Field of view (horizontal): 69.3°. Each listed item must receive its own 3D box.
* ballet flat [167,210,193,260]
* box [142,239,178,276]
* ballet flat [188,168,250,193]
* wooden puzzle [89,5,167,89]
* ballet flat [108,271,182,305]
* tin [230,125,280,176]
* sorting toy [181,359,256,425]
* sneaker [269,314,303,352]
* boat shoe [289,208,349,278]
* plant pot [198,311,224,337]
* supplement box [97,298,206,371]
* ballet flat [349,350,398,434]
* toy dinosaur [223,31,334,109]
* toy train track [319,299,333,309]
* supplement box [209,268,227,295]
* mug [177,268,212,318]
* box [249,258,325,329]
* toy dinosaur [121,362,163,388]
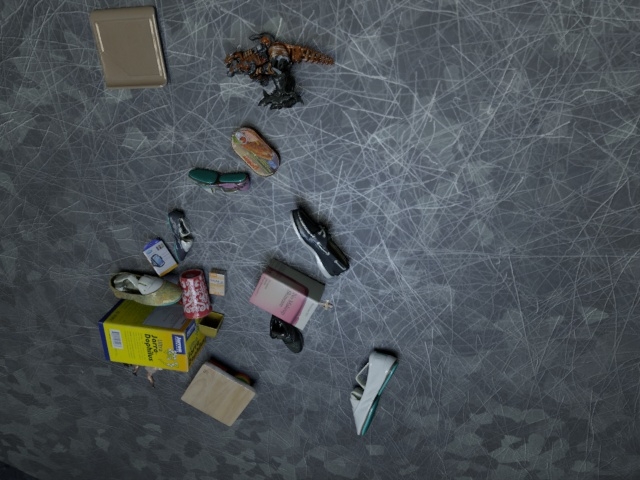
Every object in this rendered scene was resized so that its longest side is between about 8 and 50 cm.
[{"bbox_3d":[-0.519,-0.014,1.739,0.074,0.074,0.203,-1,113,11],"label":"ballet flat"},{"bbox_3d":[-0.624,0.064,1.792,0.028,0.081,0.136,4,126,60],"label":"box"},{"bbox_3d":[-0.353,-0.199,1.621,0.222,0.077,0.079,5,136,8],"label":"ballet flat"},{"bbox_3d":[-0.606,-0.611,1.480,0.221,0.044,0.238,1,112,10],"label":"wooden puzzle"},{"bbox_3d":[-0.692,0.179,1.797,0.349,0.123,0.123,3,118,30],"label":"ballet flat"},{"bbox_3d":[-0.217,-0.299,1.561,0.106,0.040,0.189,-39,104,20],"label":"tin"},{"bbox_3d":[-0.439,0.656,2.041,0.255,0.089,0.257,32,117,-6],"label":"sorting toy"},{"bbox_3d":[-0.140,0.377,1.828,0.087,0.130,0.227,-11,115,17],"label":"sneaker"},{"bbox_3d":[0.000,0.000,1.632,0.091,0.114,0.302,-23,121,21],"label":"boat shoe"},{"bbox_3d":[-0.449,0.351,1.902,0.082,0.081,0.083,15,129,3],"label":"plant pot"},{"bbox_3d":[-0.675,0.376,1.887,0.357,0.194,0.195,6,116,8],"label":"supplement box"},{"bbox_3d":[0.195,0.614,1.897,0.139,0.139,0.400,19,114,1],"label":"ballet flat"},{"bbox_3d":[-0.131,-0.513,1.385,0.322,0.164,0.218,2,101,33],"label":"toy dinosaur"},{"bbox_3d":[0.006,0.250,1.801,0.083,0.014,0.048,12,117,5],"label":"toy train track"},{"bbox_3d":[-0.402,0.165,1.822,0.062,0.036,0.098,8,117,6],"label":"supplement box"},{"bbox_3d":[-0.512,0.207,1.822,0.150,0.113,0.169,-2,112,3],"label":"mug"},{"bbox_3d":[-0.123,0.200,1.732,0.232,0.127,0.148,28,116,-1],"label":"box"},{"bbox_3d":[-0.723,0.489,1.990,0.296,0.200,0.127,34,162,22],"label":"toy dinosaur"}]
